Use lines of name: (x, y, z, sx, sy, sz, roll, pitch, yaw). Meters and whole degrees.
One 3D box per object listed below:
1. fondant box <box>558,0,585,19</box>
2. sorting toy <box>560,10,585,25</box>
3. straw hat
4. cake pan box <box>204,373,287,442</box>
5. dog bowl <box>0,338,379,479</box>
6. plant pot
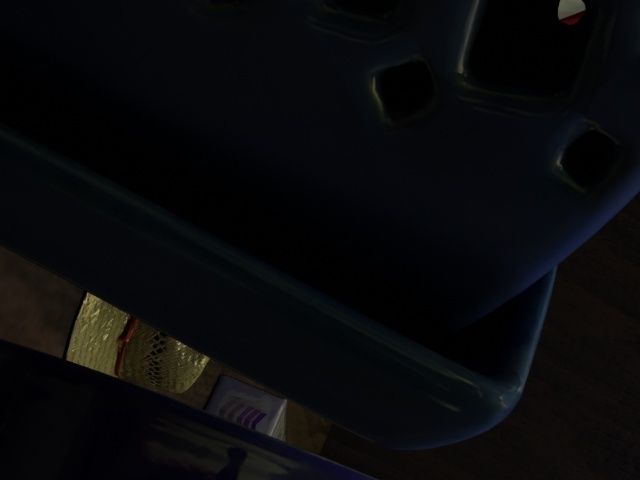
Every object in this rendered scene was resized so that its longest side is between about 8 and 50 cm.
fondant box: (0.133, -0.203, 0.723, 0.330, 0.096, 0.238, -22, 163, -7)
sorting toy: (0.230, -0.174, 0.925, 0.255, 0.257, 0.089, -86, 164, -50)
straw hat: (-0.083, 0.047, 0.804, 0.144, 0.061, 0.144, 23, 90, -82)
cake pan box: (-0.105, 0.270, 1.289, 0.267, 0.070, 0.246, 97, 15, -65)
dog bowl: (-0.041, 0.128, 0.550, 0.265, 0.265, 0.104, 79, 31, -77)
plant pot: (0.010, -0.086, 0.450, 0.212, 0.236, 0.236, -64, 175, 17)
